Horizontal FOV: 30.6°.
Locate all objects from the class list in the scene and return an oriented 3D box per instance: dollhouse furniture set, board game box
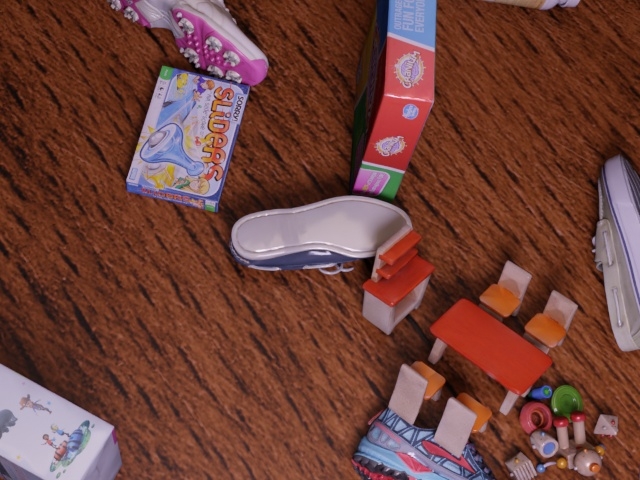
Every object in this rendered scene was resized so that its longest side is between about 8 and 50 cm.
[{"bbox_3d":[0.182,0.109,1.555,0.259,0.135,0.262,35,51,21],"label":"dollhouse furniture set"},{"bbox_3d":[0.098,-0.218,1.625,0.064,0.316,0.242,6,65,-5],"label":"board game box"},{"bbox_3d":[-0.191,-0.150,1.711,0.136,0.035,0.201,13,65,-1],"label":"board game box"},{"bbox_3d":[-0.397,0.216,1.417,0.303,0.224,0.097,27,67,4],"label":"board game box"}]

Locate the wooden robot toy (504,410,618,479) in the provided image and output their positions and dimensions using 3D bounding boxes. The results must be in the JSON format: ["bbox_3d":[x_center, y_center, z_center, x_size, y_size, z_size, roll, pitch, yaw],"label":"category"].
[{"bbox_3d":[0.336,0.280,1.549,0.173,0.079,0.076,-15,112,-14],"label":"wooden robot toy"}]

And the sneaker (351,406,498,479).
[{"bbox_3d":[0.180,0.292,1.525,0.262,0.104,0.125,24,63,3],"label":"sneaker"}]

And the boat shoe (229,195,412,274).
[{"bbox_3d":[0.000,0.000,1.645,0.254,0.079,0.095,-10,70,-9],"label":"boat shoe"}]

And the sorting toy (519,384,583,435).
[{"bbox_3d":[0.308,0.231,1.609,0.102,0.042,0.061,-19,85,-27],"label":"sorting toy"}]

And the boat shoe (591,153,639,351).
[{"bbox_3d":[0.437,0.015,1.685,0.094,0.109,0.302,-24,54,28],"label":"boat shoe"}]

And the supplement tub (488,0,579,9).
[{"bbox_3d":[0.314,-0.443,1.848,0.199,0.144,0.144,8,65,-4],"label":"supplement tub"}]

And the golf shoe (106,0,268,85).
[{"bbox_3d":[-0.186,-0.355,1.764,0.306,0.115,0.140,37,63,8],"label":"golf shoe"}]
